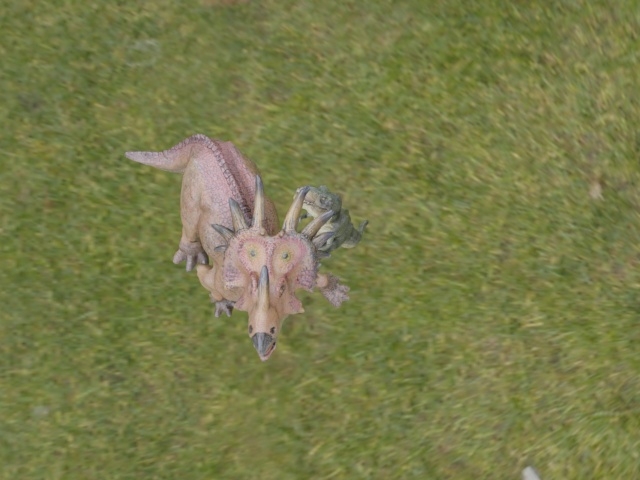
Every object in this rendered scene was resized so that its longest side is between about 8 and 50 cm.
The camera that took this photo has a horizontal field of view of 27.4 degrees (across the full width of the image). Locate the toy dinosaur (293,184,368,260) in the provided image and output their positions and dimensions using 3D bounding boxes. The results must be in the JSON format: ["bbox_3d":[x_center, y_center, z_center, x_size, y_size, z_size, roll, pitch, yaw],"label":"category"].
[{"bbox_3d":[0.000,0.000,1.648,0.118,0.268,0.064,-42,75,4],"label":"toy dinosaur"}]

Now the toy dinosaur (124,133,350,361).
[{"bbox_3d":[-0.077,-0.021,1.215,0.127,0.200,0.295,-33,67,-10],"label":"toy dinosaur"}]
